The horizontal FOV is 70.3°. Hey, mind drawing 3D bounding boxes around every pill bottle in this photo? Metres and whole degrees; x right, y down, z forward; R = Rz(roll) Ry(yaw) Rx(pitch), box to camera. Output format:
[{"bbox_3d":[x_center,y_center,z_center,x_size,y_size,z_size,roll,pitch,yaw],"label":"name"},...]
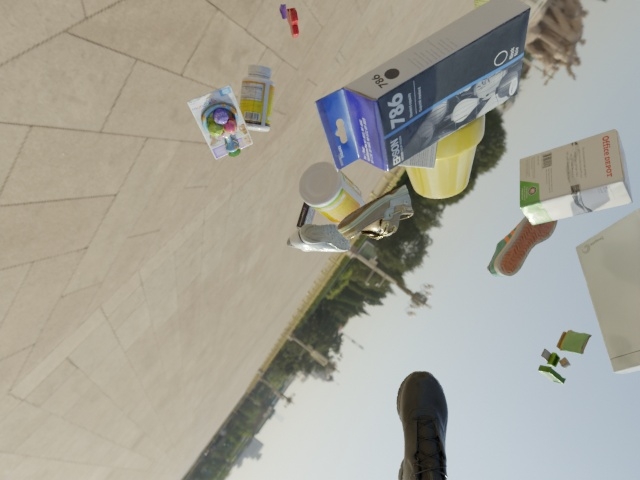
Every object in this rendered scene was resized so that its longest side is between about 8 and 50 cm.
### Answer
[{"bbox_3d":[0.048,-0.130,1.381,0.136,0.136,0.245,-54,149,3],"label":"pill bottle"},{"bbox_3d":[-0.225,-0.499,1.603,0.117,0.117,0.215,-35,134,-77],"label":"pill bottle"}]

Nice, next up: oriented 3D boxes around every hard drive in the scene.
[{"bbox_3d":[0.777,0.126,1.127,0.233,0.047,0.354,118,-25,-59],"label":"hard drive"}]

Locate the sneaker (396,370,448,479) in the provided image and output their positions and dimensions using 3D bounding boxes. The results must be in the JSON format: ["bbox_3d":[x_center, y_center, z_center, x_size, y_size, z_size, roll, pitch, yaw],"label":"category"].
[{"bbox_3d":[0.207,0.402,0.882,0.130,0.108,0.287,-1,89,-87],"label":"sneaker"}]

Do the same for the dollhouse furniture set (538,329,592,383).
[{"bbox_3d":[0.616,0.283,1.161,0.152,0.058,0.076,-56,-168,-15],"label":"dollhouse furniture set"}]

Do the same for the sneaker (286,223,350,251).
[{"bbox_3d":[0.000,0.000,1.506,0.234,0.090,0.094,12,147,-39],"label":"sneaker"}]

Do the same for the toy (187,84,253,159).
[{"bbox_3d":[-0.297,-0.347,1.404,0.136,0.056,0.237,-24,148,-5],"label":"toy"}]

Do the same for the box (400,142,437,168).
[{"bbox_3d":[0.207,-0.244,1.068,0.072,0.137,0.126,-66,159,-50],"label":"box"}]

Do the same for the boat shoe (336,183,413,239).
[{"bbox_3d":[0.071,-0.027,0.523,0.050,0.045,0.135,-26,-177,45],"label":"boat shoe"}]

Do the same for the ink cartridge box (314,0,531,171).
[{"bbox_3d":[0.162,-0.222,0.705,0.332,0.065,0.165,-31,147,-2],"label":"ink cartridge box"}]

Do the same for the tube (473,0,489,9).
[{"bbox_3d":[0.329,-0.424,0.869,0.062,0.069,0.240,-54,136,-36],"label":"tube"}]

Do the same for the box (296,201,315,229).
[{"bbox_3d":[-0.050,-0.078,1.616,0.162,0.029,0.116,81,24,-76],"label":"box"}]

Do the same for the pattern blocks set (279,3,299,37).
[{"bbox_3d":[-0.109,-0.781,1.278,0.026,0.286,0.325,-15,143,-9],"label":"pattern blocks set"}]

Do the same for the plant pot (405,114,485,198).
[{"bbox_3d":[0.330,-0.261,1.283,0.254,0.253,0.239,-51,140,-33],"label":"plant pot"}]

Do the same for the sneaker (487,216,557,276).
[{"bbox_3d":[0.674,0.001,1.548,0.302,0.108,0.121,-45,-179,-9],"label":"sneaker"}]

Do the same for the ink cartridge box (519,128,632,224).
[{"bbox_3d":[0.596,-0.145,1.074,0.219,0.092,0.161,-15,-132,41],"label":"ink cartridge box"}]
